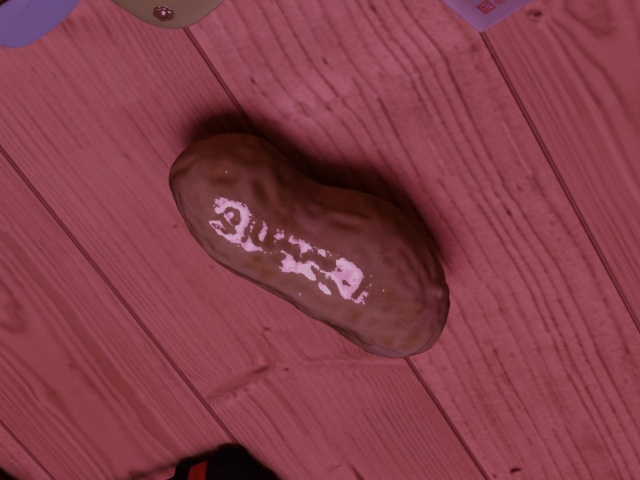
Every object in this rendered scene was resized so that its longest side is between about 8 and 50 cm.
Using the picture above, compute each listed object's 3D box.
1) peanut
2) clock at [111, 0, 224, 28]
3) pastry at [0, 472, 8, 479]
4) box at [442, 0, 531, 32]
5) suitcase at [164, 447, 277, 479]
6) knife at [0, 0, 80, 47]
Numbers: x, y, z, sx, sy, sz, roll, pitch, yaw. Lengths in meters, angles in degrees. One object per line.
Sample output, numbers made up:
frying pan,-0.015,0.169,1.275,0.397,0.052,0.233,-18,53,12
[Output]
peanut,0.000,0.000,1.893,0.319,0.147,0.147,35,133,-21
clock,-0.112,-0.282,1.635,0.170,0.069,0.232,35,131,-27
pastry,-0.461,0.358,2.387,0.236,0.120,0.257,-29,126,36
box,0.159,-0.269,1.610,0.201,0.058,0.141,-29,127,36
suitcase,-0.152,0.352,2.370,0.285,0.066,0.206,-22,131,31
knife,-0.292,-0.191,1.801,0.260,0.034,0.063,-22,134,26
